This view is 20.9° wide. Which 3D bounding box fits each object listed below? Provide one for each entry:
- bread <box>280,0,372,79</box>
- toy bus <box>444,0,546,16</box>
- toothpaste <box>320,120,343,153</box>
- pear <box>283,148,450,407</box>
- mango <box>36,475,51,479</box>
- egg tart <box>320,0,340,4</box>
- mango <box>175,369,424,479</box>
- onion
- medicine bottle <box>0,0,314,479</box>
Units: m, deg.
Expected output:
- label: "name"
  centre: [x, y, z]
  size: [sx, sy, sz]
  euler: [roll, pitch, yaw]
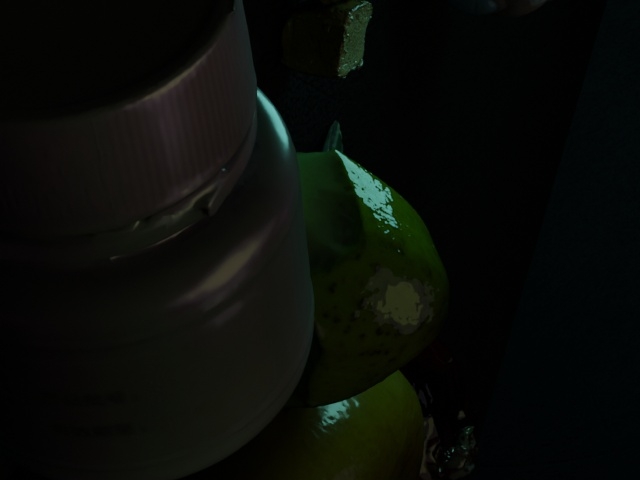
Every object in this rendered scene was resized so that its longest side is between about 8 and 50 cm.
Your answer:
- label: "bread"
  centre: [0.006, -0.207, 1.726]
  size: [0.083, 0.070, 0.077]
  euler: [-44, 146, -61]
- label: "toy bus"
  centre: [0.219, -0.393, 2.075]
  size: [0.232, 0.197, 0.294]
  euler: [-55, 158, -25]
- label: "toothpaste"
  centre: [0.000, 0.000, 1.803]
  size: [0.392, 0.061, 0.099]
  euler: [-75, 162, -60]
- label: "pear"
  centre: [-0.031, 0.055, 1.481]
  size: [0.286, 0.281, 0.176]
  euler: [83, 20, -52]
- label: "mango"
  centre: [-0.190, 0.201, 1.446]
  size: [0.122, 0.085, 0.191]
  euler: [73, 25, -44]
- label: "egg tart"
  centre: [0.042, -0.357, 1.638]
  size: [0.291, 0.107, 0.291]
  euler: [13, 90, -71]
- label: "mango"
  centre: [-0.053, 0.247, 1.663]
  size: [0.301, 0.220, 0.445]
  euler: [-51, 171, 28]
- label: "onion"
  centre: [0.075, 0.251, 2.080]
  size: [0.314, 0.232, 0.314]
  euler: [-29, 129, -44]
- label: "medicine bottle"
  centre: [-0.139, -0.029, 1.089]
  size: [0.325, 0.256, 0.256]
  euler: [83, 28, -46]
